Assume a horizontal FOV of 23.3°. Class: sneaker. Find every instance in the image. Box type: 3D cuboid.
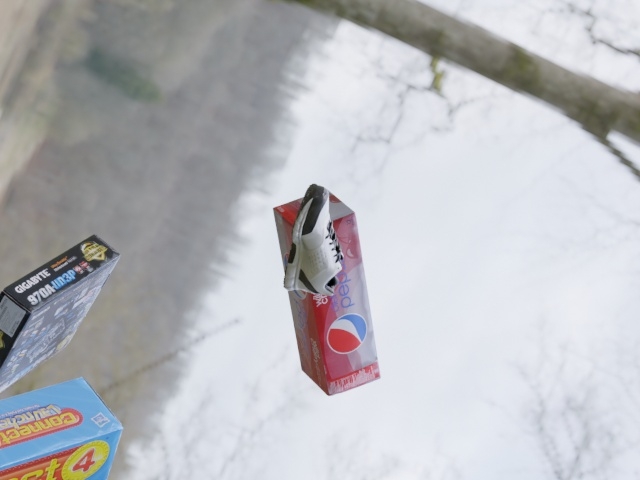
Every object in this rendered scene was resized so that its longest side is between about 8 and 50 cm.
[{"bbox_3d":[0.000,0.000,1.184,0.109,0.044,0.040,98,12,-48],"label":"sneaker"}]

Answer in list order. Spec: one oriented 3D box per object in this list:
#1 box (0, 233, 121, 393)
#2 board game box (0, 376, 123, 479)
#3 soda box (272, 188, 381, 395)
[{"bbox_3d":[-0.360,0.100,1.982,0.175,0.051,0.220,-56,172,30],"label":"box"},{"bbox_3d":[-0.386,0.314,1.638,0.086,0.308,0.302,45,-48,31],"label":"board game box"},{"bbox_3d":[0.009,0.071,2.058,0.092,0.083,0.263,40,-35,54],"label":"soda box"}]
